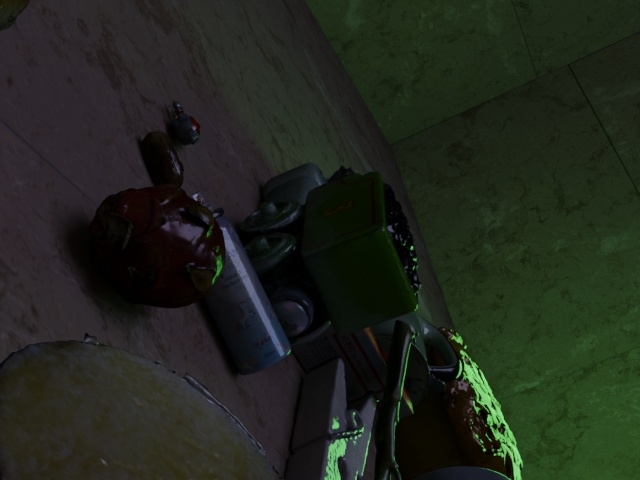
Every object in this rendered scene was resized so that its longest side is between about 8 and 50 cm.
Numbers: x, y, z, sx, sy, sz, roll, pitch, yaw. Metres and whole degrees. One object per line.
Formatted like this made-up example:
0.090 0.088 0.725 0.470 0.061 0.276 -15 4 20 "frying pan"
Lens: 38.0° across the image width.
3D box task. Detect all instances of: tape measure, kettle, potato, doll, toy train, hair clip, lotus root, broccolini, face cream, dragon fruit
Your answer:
0.000 0.000 1.634 0.243 0.125 0.246 60 12 -25 "tape measure"
0.129 0.196 1.636 0.255 0.240 0.165 -80 -177 -74 "kettle"
-0.145 0.191 0.663 0.299 0.116 0.239 28 32 -54 "potato"
-0.191 -0.159 1.315 0.114 0.039 0.057 -119 -148 -64 "doll"
0.011 0.021 1.348 0.307 0.249 0.173 -86 152 -67 "toy train"
0.016 0.275 1.267 0.101 0.085 0.331 61 14 -14 "hair clip"
-0.198 -0.099 1.167 0.083 0.037 0.030 68 16 6 "lotus root"
0.115 0.302 1.350 0.079 0.074 0.392 112 -10 -67 "broccolini"
-0.116 0.050 1.151 0.229 0.075 0.075 64 12 -7 "face cream"
-0.151 0.011 0.971 0.246 0.125 0.125 43 22 -78 "dragon fruit"

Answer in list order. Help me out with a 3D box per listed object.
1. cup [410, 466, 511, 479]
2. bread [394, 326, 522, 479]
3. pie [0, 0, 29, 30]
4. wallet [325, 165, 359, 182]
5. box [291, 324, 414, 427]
0.212 0.553 1.335 0.327 0.237 0.323 -98 -169 -55 "cup"
0.255 0.368 1.838 0.398 0.215 0.398 59 14 -25 "bread"
-0.355 -0.317 0.814 0.306 0.071 0.306 -21 90 -76 "pie"
0.047 -0.040 1.792 0.170 0.069 0.231 51 -32 2 "wallet"
0.046 0.200 1.458 0.229 0.123 0.050 60 16 -26 "box"
